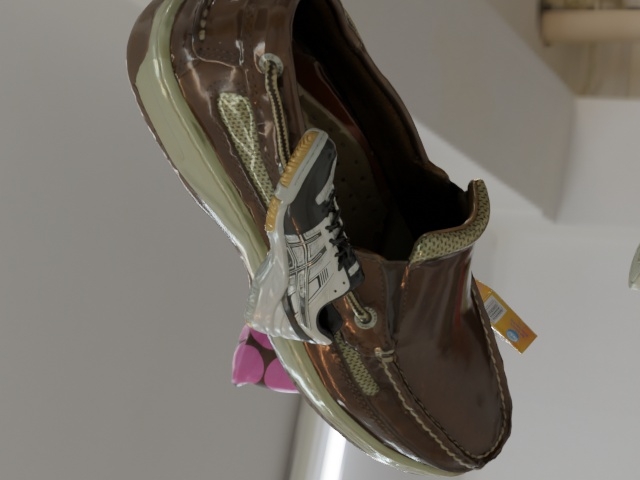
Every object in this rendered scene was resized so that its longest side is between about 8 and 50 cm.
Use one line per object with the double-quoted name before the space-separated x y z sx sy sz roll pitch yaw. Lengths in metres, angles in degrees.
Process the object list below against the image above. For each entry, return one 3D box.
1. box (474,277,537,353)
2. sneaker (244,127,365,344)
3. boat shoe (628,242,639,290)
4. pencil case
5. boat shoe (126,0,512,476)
"box" 0.149 0.057 1.197 0.028 0.136 0.081 -49 -59 -4
"sneaker" 0.000 0.000 0.410 0.032 0.037 0.083 -61 -13 -51
"boat shoe" 0.384 -0.024 1.168 0.233 0.079 0.084 113 -177 -46
"pencil case" 0.011 0.136 1.305 0.098 0.209 0.095 106 177 -66
"boat shoe" 0.024 0.006 0.487 0.257 0.095 0.095 54 -129 -29
